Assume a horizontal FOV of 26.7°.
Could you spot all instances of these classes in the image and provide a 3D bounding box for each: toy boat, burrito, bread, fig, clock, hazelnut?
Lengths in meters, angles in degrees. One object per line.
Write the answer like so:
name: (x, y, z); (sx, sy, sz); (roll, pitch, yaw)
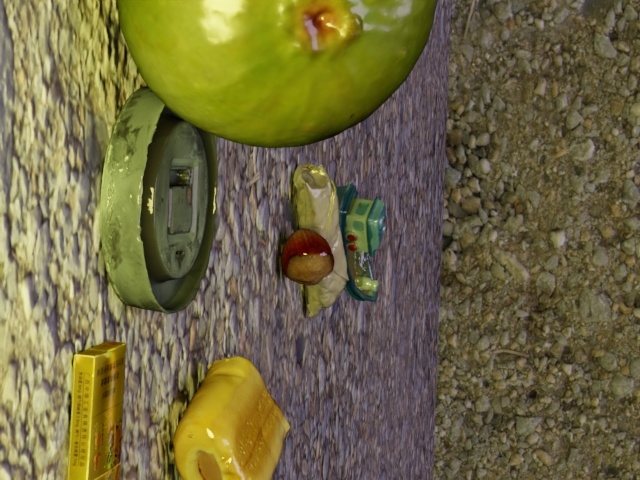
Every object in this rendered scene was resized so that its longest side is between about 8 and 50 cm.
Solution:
toy boat: (0.066, 0.014, 2.230); (0.238, 0.098, 0.109); (83, 20, -44)
burrito: (0.000, 0.000, 2.011); (0.082, 0.059, 0.275); (-53, 148, -41)
bread: (-0.106, 0.222, 1.518); (0.134, 0.085, 0.173); (63, 23, -15)
fig: (-0.047, -0.242, 1.241); (0.316, 0.316, 0.316); (5, 90, -78)
clock: (-0.154, -0.041, 1.320); (0.226, 0.049, 0.226); (6, 90, -77)
hazelnut: (-0.020, 0.023, 1.902); (0.086, 0.086, 0.086); (5, 90, -78)

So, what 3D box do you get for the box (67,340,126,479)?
box: (-0.203, 0.174, 1.227); (0.089, 0.022, 0.156); (-10, 104, -77)
